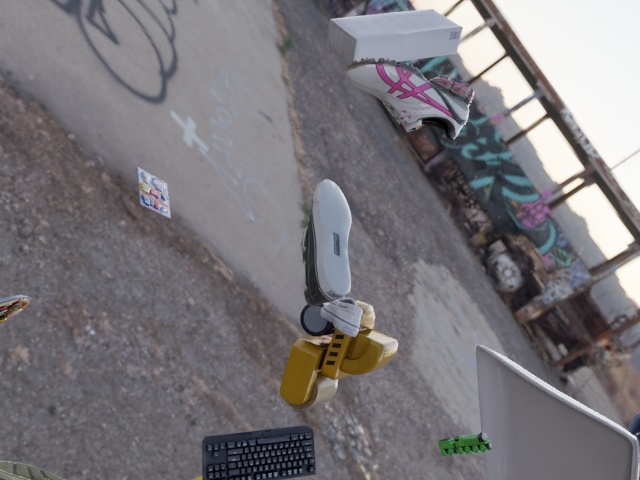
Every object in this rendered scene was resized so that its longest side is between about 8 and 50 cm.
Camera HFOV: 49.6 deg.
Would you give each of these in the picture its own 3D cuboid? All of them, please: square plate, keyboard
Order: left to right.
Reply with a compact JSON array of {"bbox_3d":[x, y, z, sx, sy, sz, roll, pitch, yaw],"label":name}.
[{"bbox_3d":[-0.088,0.337,1.025,0.180,0.023,0.108,2,85,-28],"label":"keyboard"},{"bbox_3d":[0.403,0.384,1.185,0.347,0.049,0.344,31,-44,57],"label":"square plate"}]

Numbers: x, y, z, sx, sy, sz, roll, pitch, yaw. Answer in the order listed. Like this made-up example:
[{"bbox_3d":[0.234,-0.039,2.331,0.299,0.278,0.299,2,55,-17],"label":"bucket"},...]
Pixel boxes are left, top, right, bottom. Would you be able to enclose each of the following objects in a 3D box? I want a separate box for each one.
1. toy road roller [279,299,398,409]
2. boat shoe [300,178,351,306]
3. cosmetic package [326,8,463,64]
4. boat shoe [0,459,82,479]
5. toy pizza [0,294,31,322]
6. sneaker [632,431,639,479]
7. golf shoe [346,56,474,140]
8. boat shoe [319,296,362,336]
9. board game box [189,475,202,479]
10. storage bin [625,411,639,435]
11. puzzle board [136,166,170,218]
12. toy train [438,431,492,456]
[{"bbox_3d":[0.058,0.320,1.870,0.240,0.330,0.202,23,8,26],"label":"toy road roller"},{"bbox_3d":[0.000,0.000,1.094,0.077,0.070,0.219,33,44,-36],"label":"boat shoe"},{"bbox_3d":[0.139,-0.378,1.291,0.099,0.239,0.061,52,-35,40],"label":"cosmetic package"},{"bbox_3d":[-0.608,0.577,1.533,0.302,0.103,0.113,31,-7,-29],"label":"boat shoe"},{"bbox_3d":[-0.846,0.196,1.791,0.032,0.201,0.201,65,16,7],"label":"toy pizza"},{"bbox_3d":[0.574,0.351,1.197,0.086,0.163,0.226,-108,-158,-44],"label":"sneaker"},{"bbox_3d":[0.121,-0.201,0.979,0.186,0.086,0.067,17,-5,-1],"label":"golf shoe"},{"bbox_3d":[0.061,0.175,1.676,0.083,0.076,0.226,28,-1,-16],"label":"boat shoe"},{"bbox_3d":[-0.371,0.606,1.596,0.039,0.259,0.124,62,-25,24],"label":"board game box"},{"bbox_3d":[0.669,0.437,1.425,0.098,0.135,0.091,11,-43,41],"label":"storage bin"},{"bbox_3d":[-0.403,-0.115,1.684,0.128,0.011,0.097,35,43,-66],"label":"puzzle board"},{"bbox_3d":[0.184,0.261,0.887,0.017,0.083,0.024,-2,72,-40],"label":"toy train"}]
